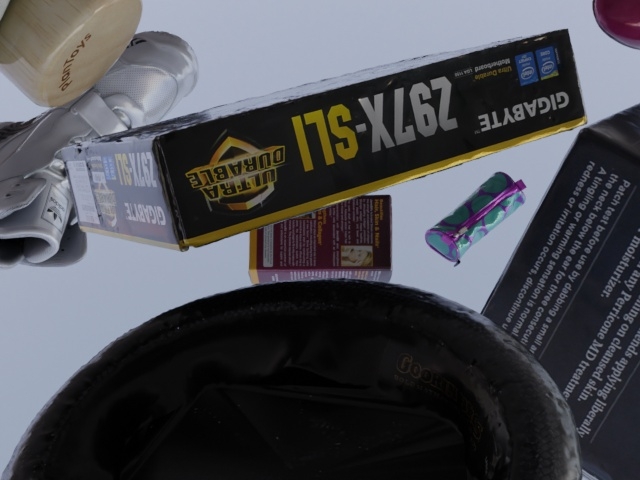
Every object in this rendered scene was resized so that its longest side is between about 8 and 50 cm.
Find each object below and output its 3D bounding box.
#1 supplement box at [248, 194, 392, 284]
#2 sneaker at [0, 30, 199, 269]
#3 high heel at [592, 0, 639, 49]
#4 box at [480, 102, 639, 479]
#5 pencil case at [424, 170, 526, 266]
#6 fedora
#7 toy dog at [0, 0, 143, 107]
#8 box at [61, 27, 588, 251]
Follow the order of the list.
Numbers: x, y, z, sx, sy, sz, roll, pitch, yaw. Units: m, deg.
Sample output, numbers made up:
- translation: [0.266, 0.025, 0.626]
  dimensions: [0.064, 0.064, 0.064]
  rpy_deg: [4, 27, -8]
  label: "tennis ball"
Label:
- translation: [0.000, 0.000, 1.376]
  dimensions: [0.188, 0.081, 0.104]
  rpy_deg: [0, -106, 0]
  label: "supplement box"
- translation: [-0.291, -0.096, 1.262]
  dimensions: [0.365, 0.137, 0.210]
  rpy_deg: [-31, -135, 6]
  label: "sneaker"
- translation: [0.497, -0.322, 1.225]
  dimensions: [0.377, 0.127, 0.181]
  rpy_deg: [-24, -173, -29]
  label: "high heel"
- translation: [0.461, 0.089, 1.031]
  dimensions: [0.471, 0.297, 0.480]
  rpy_deg: [34, -153, 19]
  label: "box"
- translation: [0.221, -0.033, 1.471]
  dimensions: [0.151, 0.070, 0.064]
  rpy_deg: [-40, -88, -20]
  label: "pencil case"
- translation: [-0.015, 0.166, 0.598]
  dimensions: [0.333, 0.153, 0.334]
  rpy_deg: [-12, -144, 8]
  label: "fedora"
- translation: [-0.218, -0.111, 0.446]
  dimensions: [0.220, 0.333, 0.161]
  rpy_deg: [40, -82, 23]
  label: "toy dog"
- translation: [-0.007, -0.078, 0.782]
  dimensions: [0.322, 0.079, 0.257]
  rpy_deg: [-18, -171, -25]
  label: "box"
